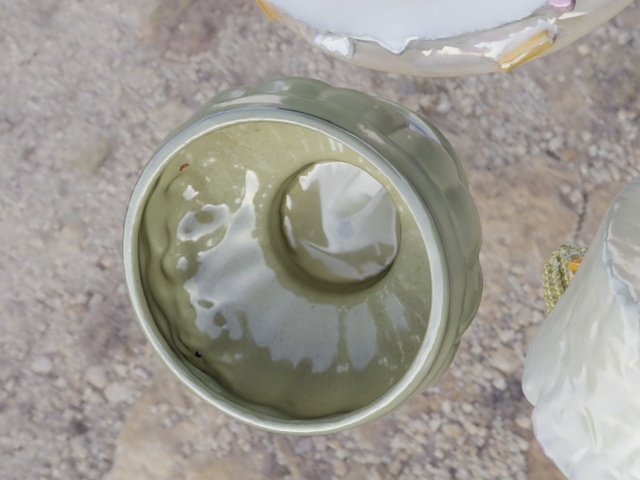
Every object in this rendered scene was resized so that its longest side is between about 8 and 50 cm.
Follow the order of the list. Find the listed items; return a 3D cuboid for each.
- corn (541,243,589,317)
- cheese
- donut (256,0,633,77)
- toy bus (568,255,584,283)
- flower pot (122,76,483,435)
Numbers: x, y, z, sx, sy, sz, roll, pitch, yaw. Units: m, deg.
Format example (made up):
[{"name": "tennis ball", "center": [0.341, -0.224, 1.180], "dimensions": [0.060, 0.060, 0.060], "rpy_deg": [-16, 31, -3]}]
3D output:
[{"name": "corn", "center": [0.295, 0.126, 1.456], "dimensions": [0.086, 0.086, 0.288], "rpy_deg": [-19, 53, 25]}, {"name": "cheese", "center": [0.321, 0.099, 0.913], "dimensions": [0.332, 0.292, 0.153], "rpy_deg": [33, 126, 13]}, {"name": "donut", "center": [0.082, -0.286, 0.812], "dimensions": [0.383, 0.142, 0.382], "rpy_deg": [2, 95, 27]}, {"name": "toy bus", "center": [0.272, 0.091, 1.206], "dimensions": [0.074, 0.070, 0.162], "rpy_deg": [8, 110, 59]}, {"name": "flower pot", "center": [0.000, 0.000, 1.155], "dimensions": [0.307, 0.244, 0.307], "rpy_deg": [5, 107, 18]}]
